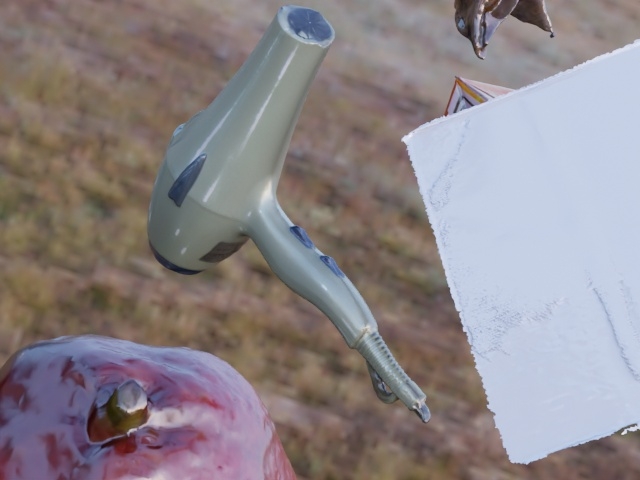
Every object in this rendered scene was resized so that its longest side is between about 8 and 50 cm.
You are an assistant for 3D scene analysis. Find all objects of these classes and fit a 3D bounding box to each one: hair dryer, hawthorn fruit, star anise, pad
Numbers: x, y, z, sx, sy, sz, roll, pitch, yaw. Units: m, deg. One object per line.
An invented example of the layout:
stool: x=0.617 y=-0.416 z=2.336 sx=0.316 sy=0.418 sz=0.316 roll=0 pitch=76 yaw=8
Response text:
hair dryer: x=-0.001 y=-0.020 z=0.945 sx=0.199 sy=0.167 sz=0.067 roll=34 pitch=34 yaw=29
hawthorn fruit: x=-0.143 y=0.187 z=1.312 sx=0.265 sy=0.265 sz=0.307 roll=20 pitch=-29 yaw=5
star anise: x=0.103 y=-0.171 z=1.080 sx=0.056 sy=0.124 sz=0.129 roll=-27 pitch=3 yaw=44
pad: x=0.133 y=-0.004 z=0.876 sx=0.232 sy=0.156 sz=0.004 roll=-105 pitch=172 yaw=-45

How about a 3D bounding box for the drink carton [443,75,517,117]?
drink carton: x=0.192 y=-0.047 z=1.280 sx=0.223 sy=0.071 sz=0.096 roll=8 pitch=22 yaw=-32
